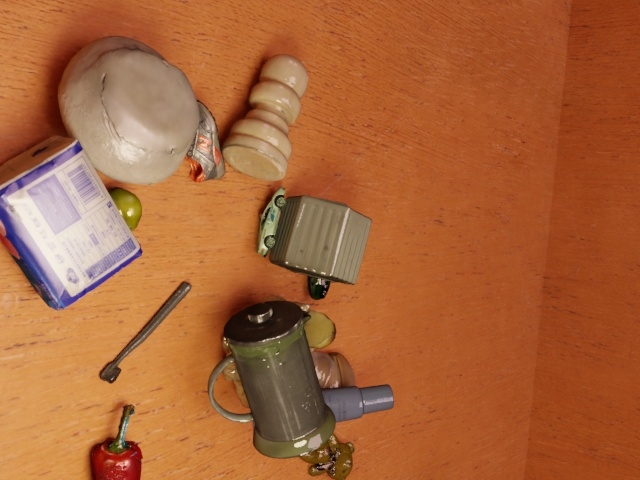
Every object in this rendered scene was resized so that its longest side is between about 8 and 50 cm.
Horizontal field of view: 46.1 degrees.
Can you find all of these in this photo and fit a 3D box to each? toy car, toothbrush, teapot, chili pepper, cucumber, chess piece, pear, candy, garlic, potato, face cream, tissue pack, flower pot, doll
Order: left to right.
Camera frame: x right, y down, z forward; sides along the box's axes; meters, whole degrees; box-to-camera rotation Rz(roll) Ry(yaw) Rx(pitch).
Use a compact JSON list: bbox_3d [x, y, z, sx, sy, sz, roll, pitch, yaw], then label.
[{"bbox_3d":[-0.490,-0.035,1.405,0.209,0.137,0.270,-38,124,-21],"label":"tissue pack"},{"bbox_3d":[-0.440,0.546,1.611,0.110,0.110,0.388,-4,103,-50],"label":"chili pepper"},{"bbox_3d":[-0.414,-0.063,1.544,0.092,0.092,0.097,-5,59,-50],"label":"pear"},{"bbox_3d":[-0.380,-0.246,1.473,0.295,0.185,0.296,5,82,-39],"label":"candy"},{"bbox_3d":[-0.380,0.199,1.673,0.297,0.030,0.030,-52,158,-33],"label":"toothbrush"},{"bbox_3d":[-0.124,0.308,1.708,0.270,0.200,0.337,-16,112,-7],"label":"teapot"},{"bbox_3d":[-0.128,-0.049,1.902,0.093,0.058,0.186,133,-28,-81],"label":"toy car"},{"bbox_3d":[-0.113,-0.309,1.812,0.167,0.167,0.300,41,61,-46],"label":"chess piece"},{"bbox_3d":[0.000,0.000,1.947,0.239,0.209,0.190,21,81,-55],"label":"flower pot"},{"bbox_3d":[0.002,0.052,2.079,0.069,0.069,0.228,7,87,-50],"label":"cucumber"},{"bbox_3d":[0.003,0.234,1.869,0.066,0.103,0.096,38,73,-46],"label":"potato"},{"bbox_3d":[0.007,0.449,2.024,0.385,0.086,0.136,-6,105,-13],"label":"face cream"},{"bbox_3d":[0.026,0.431,2.144,0.217,0.110,0.228,9,89,-54],"label":"garlic"},{"bbox_3d":[0.029,0.635,2.195,0.209,0.097,0.137,33,77,-42],"label":"doll"}]

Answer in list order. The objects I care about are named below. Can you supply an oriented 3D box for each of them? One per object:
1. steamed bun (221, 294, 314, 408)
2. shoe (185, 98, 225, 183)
[{"bbox_3d":[-0.148,0.268,1.885,0.292,0.137,0.296,37,74,-48],"label":"steamed bun"},{"bbox_3d":[-0.274,-0.219,1.693,0.077,0.074,0.195,-33,123,-36],"label":"shoe"}]
